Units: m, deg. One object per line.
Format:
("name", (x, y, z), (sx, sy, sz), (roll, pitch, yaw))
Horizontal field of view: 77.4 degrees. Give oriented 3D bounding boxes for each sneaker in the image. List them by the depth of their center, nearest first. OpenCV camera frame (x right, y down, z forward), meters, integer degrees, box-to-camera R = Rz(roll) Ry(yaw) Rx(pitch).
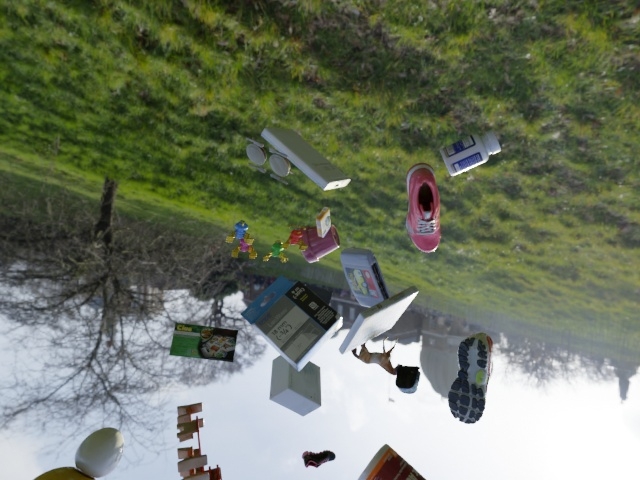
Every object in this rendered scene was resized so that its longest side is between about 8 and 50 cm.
("sneaker", (0.454, 0.401, 1.162), (0.108, 0.278, 0.119), (18, -165, 39))
("sneaker", (0.331, -0.085, 1.297), (0.116, 0.313, 0.136), (-8, -155, 10))
("sneaker", (-0.004, 0.757, 1.373), (0.120, 0.047, 0.057), (0, -160, -9))

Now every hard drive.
("hard drive", (-0.056, -0.345, 1.669), (0.353, 0.047, 0.233), (43, -154, 12))

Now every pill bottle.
("pill bottle", (0.545, -0.322, 1.452), (0.187, 0.111, 0.112), (-23, 171, 22))
("pill bottle", (0.365, 1.085, 1.684), (0.392, 0.223, 0.224), (35, -164, 26))

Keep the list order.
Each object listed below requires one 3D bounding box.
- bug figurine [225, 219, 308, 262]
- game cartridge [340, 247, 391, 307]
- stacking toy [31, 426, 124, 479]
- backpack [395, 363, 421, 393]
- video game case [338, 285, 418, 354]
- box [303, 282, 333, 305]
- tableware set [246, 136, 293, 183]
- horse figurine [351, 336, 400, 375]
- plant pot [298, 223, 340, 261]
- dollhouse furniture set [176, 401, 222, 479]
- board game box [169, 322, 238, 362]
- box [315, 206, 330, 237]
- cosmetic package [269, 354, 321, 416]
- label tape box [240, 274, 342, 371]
("bug figurine", (-0.195, 0.001, 1.398), (0.280, 0.072, 0.216), (8, 150, -21))
("game cartridge", (0.193, 0.170, 1.734), (0.060, 0.293, 0.196), (-33, -160, -28))
("stacking toy", (-0.687, 0.703, 1.001), (0.351, 0.479, 0.350), (21, 150, 13))
("backpack", (0.393, 0.627, 1.786), (0.105, 0.084, 0.114), (-5, -141, 33))
("video game case", (0.165, 0.235, 1.166), (0.207, 0.026, 0.226), (-20, 149, -30))
("box", (-0.028, 0.297, 2.011), (0.156, 0.093, 0.158), (16, 153, 3))
("tableware set", (-0.184, -0.299, 1.446), (0.194, 0.128, 0.039), (28, -129, 20))
("horse figurine", (0.258, 0.536, 1.904), (0.264, 0.174, 0.066), (7, -178, 8))
("plant pot", (0.000, 0.000, 2.133), (0.181, 0.201, 0.201), (-18, 175, 15))
("dollhouse furniture set", (-0.423, 0.743, 1.400), (0.135, 0.258, 0.262), (-5, -161, -19))
("board game box", (-0.484, 0.425, 1.668), (0.260, 0.136, 0.030), (10, 170, -8))
("box", (0.014, -0.076, 1.782), (0.028, 0.081, 0.136), (22, 145, 20))
("cosmetic package", (-0.119, 0.696, 1.958), (0.225, 0.138, 0.224), (37, -152, -26))
("label tape box", (-0.121, 0.284, 1.511), (0.334, 0.241, 0.105), (37, 158, 23))
